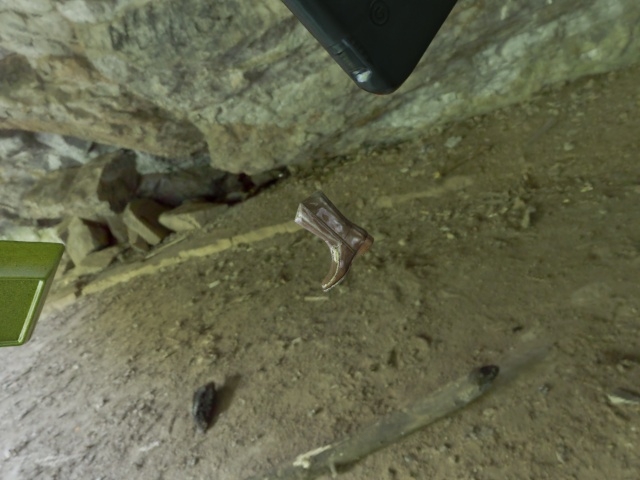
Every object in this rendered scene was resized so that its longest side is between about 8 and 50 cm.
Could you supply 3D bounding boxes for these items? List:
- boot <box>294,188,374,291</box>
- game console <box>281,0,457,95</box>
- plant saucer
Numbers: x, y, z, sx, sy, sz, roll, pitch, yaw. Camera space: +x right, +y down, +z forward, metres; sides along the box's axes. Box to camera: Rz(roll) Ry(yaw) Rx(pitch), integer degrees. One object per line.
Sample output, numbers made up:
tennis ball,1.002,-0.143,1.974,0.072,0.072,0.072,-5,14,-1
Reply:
boot,0.000,0.000,0.735,0.106,0.114,0.037,-51,15,3
game console,0.018,-0.342,0.336,0.060,0.386,0.342,18,75,51
plant saucer,-0.459,0.085,0.721,0.188,0.045,0.188,5,-55,-47
